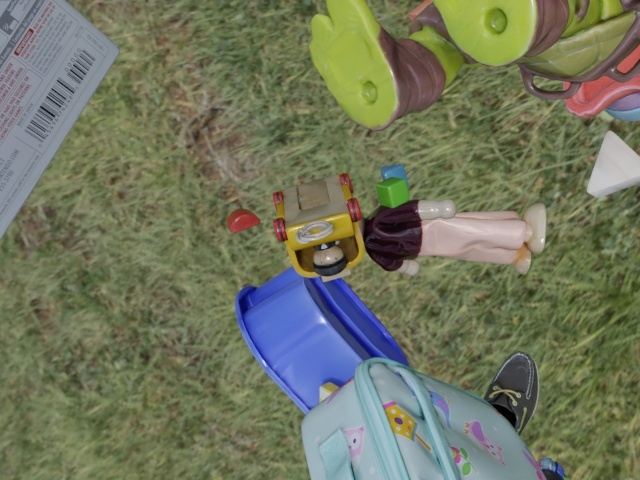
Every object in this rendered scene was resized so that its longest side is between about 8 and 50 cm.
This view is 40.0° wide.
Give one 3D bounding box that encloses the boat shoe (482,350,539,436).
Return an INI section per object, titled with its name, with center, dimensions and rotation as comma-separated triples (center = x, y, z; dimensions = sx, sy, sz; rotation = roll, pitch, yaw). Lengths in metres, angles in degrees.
[boat shoe]
center = 0.291, 0.274, 1.393
dimensions = 0.081, 0.227, 0.068
rotation = 15, 159, 23

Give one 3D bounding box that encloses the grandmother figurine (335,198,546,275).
[grandmother figurine]
center = 0.139, -0.009, 1.278
dimensions = 0.342, 0.104, 0.208
rotation = 5, 140, -7

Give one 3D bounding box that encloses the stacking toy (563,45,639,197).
[stacking toy]
center = 0.480, -0.181, 1.120
dimensions = 0.309, 0.130, 0.279
rotation = -10, 68, 43

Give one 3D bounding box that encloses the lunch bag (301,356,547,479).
[lunch bag]
center = 0.101, 0.227, 0.648
dimensions = 0.108, 0.224, 0.279
rotation = -44, 39, 20

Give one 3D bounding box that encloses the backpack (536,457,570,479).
[backpack]
center = 0.300, 0.396, 1.166
dimensions = 0.173, 0.117, 0.158
rotation = 46, 133, -6

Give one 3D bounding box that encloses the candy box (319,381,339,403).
[candy box]
center = 0.042, 0.325, 1.337
dimensions = 0.105, 0.027, 0.205
rotation = 23, 123, 41

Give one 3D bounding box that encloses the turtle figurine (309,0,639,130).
[turtle figurine]
center = 0.101, -0.107, 0.416
dimensions = 0.269, 0.217, 0.087
rotation = 1, 109, 47

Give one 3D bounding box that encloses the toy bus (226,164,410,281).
[toy bus]
center = 0.005, -0.006, 1.041
dimensions = 0.191, 0.202, 0.104
rotation = 5, 120, 44

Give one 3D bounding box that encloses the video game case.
[video game case]
center = -0.357, -0.113, 0.745
dimensions = 0.036, 0.300, 0.329
rotation = 26, 81, 36

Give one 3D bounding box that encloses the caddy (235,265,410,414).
[caddy]
center = -0.001, 0.194, 1.482
dimensions = 0.179, 0.241, 0.341
rotation = -39, 100, 17
